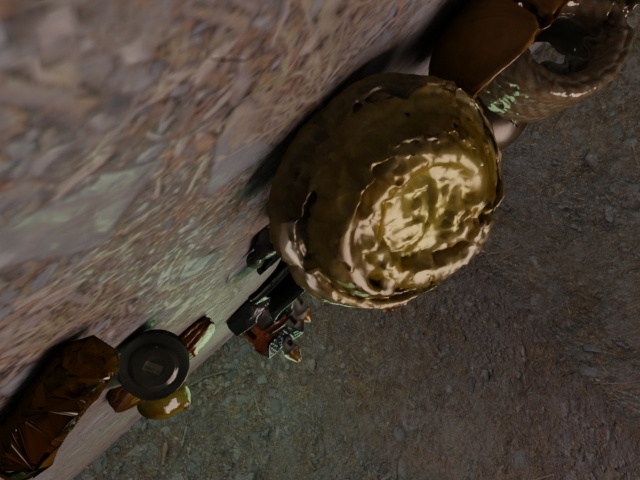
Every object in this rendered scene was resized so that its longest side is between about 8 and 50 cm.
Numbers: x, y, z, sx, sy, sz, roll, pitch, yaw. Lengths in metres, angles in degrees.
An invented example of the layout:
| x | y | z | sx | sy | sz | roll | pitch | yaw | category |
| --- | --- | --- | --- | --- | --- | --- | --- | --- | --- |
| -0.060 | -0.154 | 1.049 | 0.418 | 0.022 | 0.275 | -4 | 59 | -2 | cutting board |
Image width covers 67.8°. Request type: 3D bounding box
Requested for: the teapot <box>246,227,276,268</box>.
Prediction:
| x | y | z | sx | sy | sz | roll | pitch | yaw | category |
| --- | --- | --- | --- | --- | --- | --- | --- | --- | --- |
| -0.095 | 0.016 | 0.780 | 0.043 | 0.043 | 0.110 | -41 | 180 | -30 | teapot |

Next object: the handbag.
| x | y | z | sx | sy | sz | roll | pitch | yaw | category |
| --- | --- | --- | --- | --- | --- | --- | --- | --- | --- |
| -0.026 | 0.024 | 1.006 | 0.247 | 0.079 | 0.260 | -44 | -170 | 48 | handbag |

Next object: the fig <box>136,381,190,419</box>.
| x | y | z | sx | sy | sz | roll | pitch | yaw | category |
| --- | --- | --- | --- | --- | --- | --- | --- | --- | --- |
| -0.465 | 0.463 | 1.409 | 0.152 | 0.121 | 0.136 | -16 | 172 | -21 | fig |

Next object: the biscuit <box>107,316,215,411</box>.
| x | y | z | sx | sy | sz | roll | pitch | yaw | category |
| --- | --- | --- | --- | --- | --- | --- | --- | --- | --- |
| -0.328 | 0.266 | 1.033 | 0.277 | 0.052 | 0.262 | -41 | 176 | -31 | biscuit |

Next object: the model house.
| x | y | z | sx | sy | sz | roll | pitch | yaw | category |
| --- | --- | --- | --- | --- | --- | --- | --- | --- | --- |
| -0.142 | 0.305 | 1.727 | 0.190 | 0.301 | 0.271 | -36 | -178 | 39 | model house |

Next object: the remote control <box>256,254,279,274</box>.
| x | y | z | sx | sy | sz | roll | pitch | yaw | category |
| --- | --- | --- | --- | --- | --- | --- | --- | --- | --- |
| -0.089 | 0.021 | 0.965 | 0.065 | 0.029 | 0.166 | -50 | -175 | -30 | remote control |

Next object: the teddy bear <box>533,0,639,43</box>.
| x | y | z | sx | sy | sz | roll | pitch | yaw | category |
| --- | --- | --- | --- | --- | --- | --- | --- | --- | --- |
| 0.486 | -0.456 | 0.913 | 0.181 | 0.129 | 0.251 | -3 | -165 | -8 | teddy bear |

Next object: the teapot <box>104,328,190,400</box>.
| x | y | z | sx | sy | sz | roll | pitch | yaw | category |
| --- | --- | --- | --- | --- | --- | --- | --- | --- | --- |
| -0.248 | 0.165 | 0.669 | 0.091 | 0.124 | 0.092 | -175 | -88 | -74 | teapot |

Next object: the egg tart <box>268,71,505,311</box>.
| x | y | z | sx | sy | sz | roll | pitch | yaw | category |
| --- | --- | --- | --- | --- | --- | --- | --- | --- | --- |
| 0.085 | -0.032 | 0.494 | 0.279 | 0.279 | 0.095 | -43 | -145 | 6 | egg tart |

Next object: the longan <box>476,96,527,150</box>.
| x | y | z | sx | sy | sz | roll | pitch | yaw | category |
| --- | --- | --- | --- | --- | --- | --- | --- | --- | --- |
| 0.336 | -0.269 | 0.978 | 0.212 | 0.198 | 0.198 | -42 | 177 | -35 | longan |

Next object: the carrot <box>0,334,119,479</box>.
| x | y | z | sx | sy | sz | roll | pitch | yaw | category |
| --- | --- | --- | --- | --- | --- | --- | --- | --- | --- |
| -0.274 | 0.176 | 0.479 | 0.229 | 0.069 | 0.069 | -47 | 175 | 26 | carrot |

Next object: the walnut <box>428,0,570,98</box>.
| x | y | z | sx | sy | sz | roll | pitch | yaw | category |
| --- | --- | --- | --- | --- | --- | --- | --- | --- | --- |
| 0.181 | -0.224 | 0.548 | 0.167 | 0.087 | 0.211 | -49 | 180 | -10 | walnut |

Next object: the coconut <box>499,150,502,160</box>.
| x | y | z | sx | sy | sz | roll | pitch | yaw | category |
| --- | --- | --- | --- | --- | --- | --- | --- | --- | --- |
| 0.467 | -0.275 | 1.546 | 0.233 | 0.233 | 0.245 | -42 | -144 | -20 | coconut |

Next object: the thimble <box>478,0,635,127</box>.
| x | y | z | sx | sy | sz | roll | pitch | yaw | category |
| --- | --- | --- | --- | --- | --- | --- | --- | --- | --- |
| 0.387 | -0.318 | 0.817 | 0.229 | 0.196 | 0.148 | -34 | 180 | -11 | thimble |
